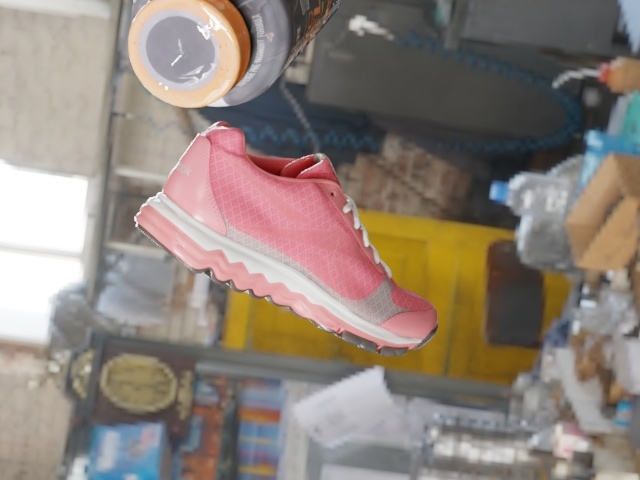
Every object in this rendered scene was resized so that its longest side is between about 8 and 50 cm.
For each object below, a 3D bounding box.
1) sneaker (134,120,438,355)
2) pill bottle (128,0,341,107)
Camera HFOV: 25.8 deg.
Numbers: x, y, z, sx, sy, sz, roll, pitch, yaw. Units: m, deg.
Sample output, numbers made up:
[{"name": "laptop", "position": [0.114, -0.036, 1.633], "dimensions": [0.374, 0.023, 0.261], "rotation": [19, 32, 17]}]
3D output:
[{"name": "sneaker", "position": [0.000, 0.000, 1.218], "dimensions": [0.136, 0.314, 0.116], "rotation": [-62, 32, 3]}, {"name": "pill bottle", "position": [-0.069, -0.186, 1.114], "dimensions": [0.245, 0.130, 0.130], "rotation": [-58, -18, -60]}]
